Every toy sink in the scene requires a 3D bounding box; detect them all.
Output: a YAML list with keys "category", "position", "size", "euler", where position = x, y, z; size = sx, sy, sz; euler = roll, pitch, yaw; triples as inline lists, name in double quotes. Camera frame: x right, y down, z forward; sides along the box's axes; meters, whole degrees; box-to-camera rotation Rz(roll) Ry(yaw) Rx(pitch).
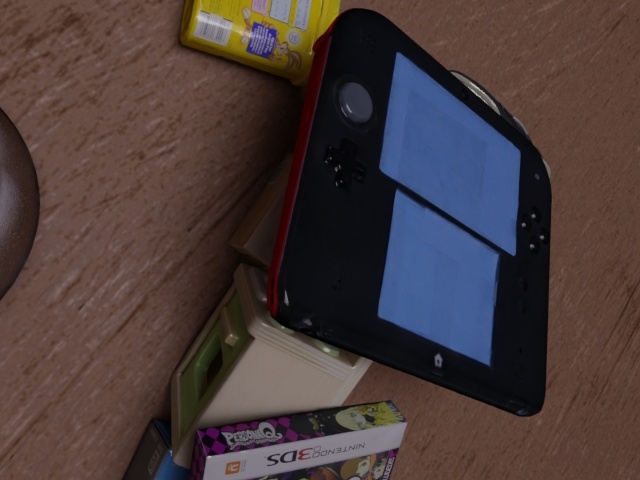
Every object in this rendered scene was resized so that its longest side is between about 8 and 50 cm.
- category: "toy sink"
  position: [-0.053, 0.119, 0.625]
  size: [0.131, 0.153, 0.234]
  euler: [31, 100, -23]

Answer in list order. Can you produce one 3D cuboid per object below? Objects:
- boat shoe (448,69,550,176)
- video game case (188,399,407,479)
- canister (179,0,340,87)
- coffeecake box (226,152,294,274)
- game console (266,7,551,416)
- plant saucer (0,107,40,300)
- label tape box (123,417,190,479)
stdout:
- category: "boat shoe"
  position: [0.254, -0.169, 0.879]
  size: [0.233, 0.084, 0.079]
  euler: [40, 36, -17]
- category: "video game case"
  position: [-0.033, 0.275, 0.581]
  size: [0.210, 0.042, 0.232]
  euler: [1, 114, -28]
- category: "canister"
  position: [-0.071, -0.266, 0.688]
  size: [0.169, 0.073, 0.126]
  euler: [11, 87, -27]
- category: "coffeecake box"
  position: [0.000, 0.000, 0.739]
  size: [0.185, 0.068, 0.142]
  euler: [38, 76, -24]
- category: "game console"
  position: [0.129, -0.023, 0.613]
  size: [0.386, 0.060, 0.342]
  euler: [27, 58, -33]
- category: "plant saucer"
  position: [-0.404, -0.043, 0.481]
  size: [0.310, 0.050, 0.311]
  euler: [8, 72, -25]
- category: "label tape box"
  position: [-0.145, 0.404, 0.656]
  size: [0.240, 0.106, 0.334]
  euler: [28, 79, -27]
